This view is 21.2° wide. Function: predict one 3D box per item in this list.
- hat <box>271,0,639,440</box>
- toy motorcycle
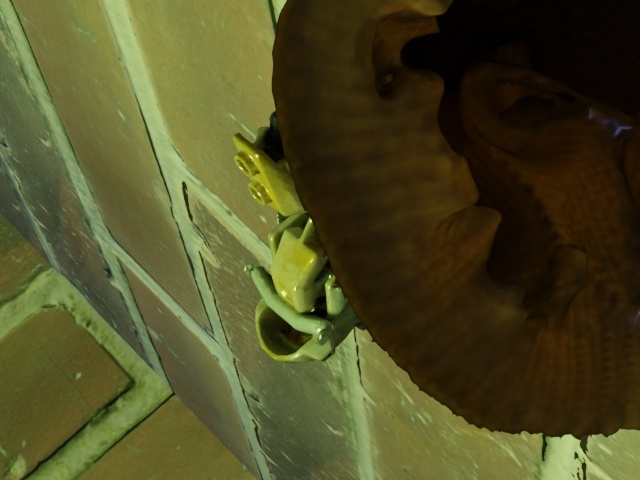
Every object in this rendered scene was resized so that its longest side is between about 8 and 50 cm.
[{"bbox_3d":[0.094,-0.084,0.654,0.233,0.244,0.233,-100,12,-59],"label":"hat"},{"bbox_3d":[0.000,0.000,1.099,0.094,0.130,0.229,42,163,39],"label":"toy motorcycle"}]
